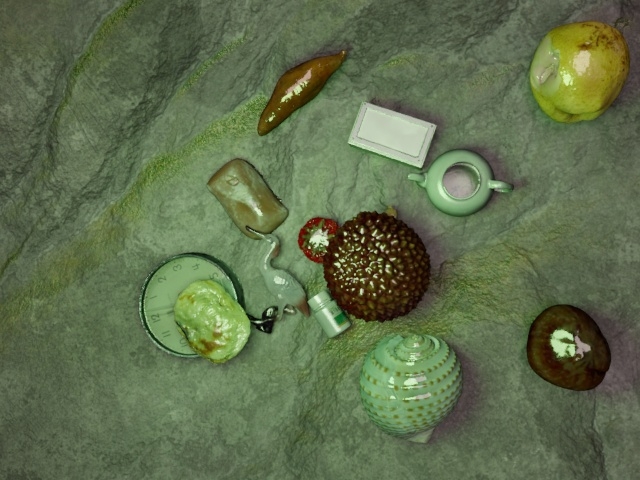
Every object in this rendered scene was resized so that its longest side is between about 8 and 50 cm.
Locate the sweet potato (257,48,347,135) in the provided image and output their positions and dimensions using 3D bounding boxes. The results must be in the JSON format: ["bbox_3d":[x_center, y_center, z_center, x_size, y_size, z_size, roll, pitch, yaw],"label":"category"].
[{"bbox_3d":[-0.069,-0.451,1.976,0.359,0.112,0.112,-37,84,9],"label":"sweet potato"}]

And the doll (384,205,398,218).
[{"bbox_3d":[0.185,-0.057,1.955,0.093,0.051,0.061,-35,58,3],"label":"doll"}]

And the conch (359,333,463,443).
[{"bbox_3d":[0.241,0.416,1.859,0.303,0.215,0.319,0,88,19],"label":"conch"}]

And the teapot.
[{"bbox_3d":[0.395,-0.163,1.887,0.294,0.129,0.193,6,90,9],"label":"teapot"}]

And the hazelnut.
[{"bbox_3d":[0.661,0.292,1.799,0.218,0.218,0.234,-30,87,7],"label":"hazelnut"}]

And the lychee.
[{"bbox_3d":[0.152,0.076,1.837,0.306,0.330,0.306,-10,72,33],"label":"lychee"}]

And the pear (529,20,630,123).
[{"bbox_3d":[0.688,-0.448,1.791,0.271,0.271,0.271,0,88,8],"label":"pear"}]

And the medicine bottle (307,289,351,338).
[{"bbox_3d":[0.024,0.214,1.956,0.080,0.080,0.130,-34,84,6],"label":"medicine bottle"}]

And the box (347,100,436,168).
[{"bbox_3d":[0.208,-0.302,1.941,0.225,0.086,0.129,20,91,8],"label":"box"}]

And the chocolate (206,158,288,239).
[{"bbox_3d":[-0.224,-0.125,2.002,0.161,0.083,0.261,-42,84,7],"label":"chocolate"}]

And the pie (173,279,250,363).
[{"bbox_3d":[-0.323,0.241,1.937,0.201,0.090,0.248,-46,80,8],"label":"pie"}]

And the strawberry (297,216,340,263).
[{"bbox_3d":[0.000,0.000,1.964,0.145,0.086,0.145,0,86,8],"label":"strawberry"}]

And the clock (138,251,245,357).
[{"bbox_3d":[-0.391,0.197,2.026,0.325,0.067,0.325,0,89,8],"label":"clock"}]

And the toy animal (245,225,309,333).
[{"bbox_3d":[-0.127,0.121,1.970,0.195,0.090,0.324,1,96,-4],"label":"toy animal"}]
